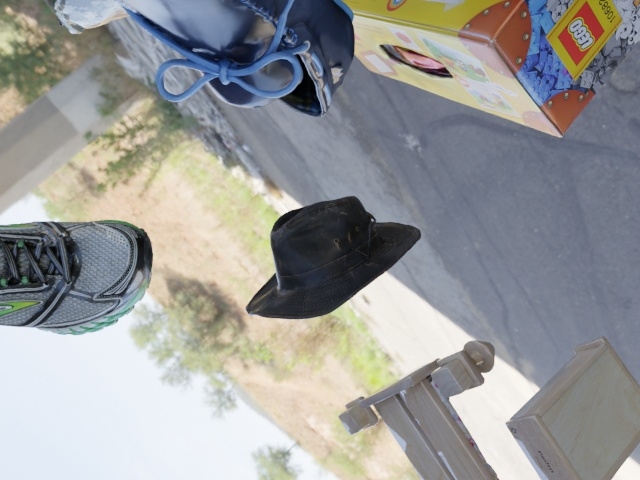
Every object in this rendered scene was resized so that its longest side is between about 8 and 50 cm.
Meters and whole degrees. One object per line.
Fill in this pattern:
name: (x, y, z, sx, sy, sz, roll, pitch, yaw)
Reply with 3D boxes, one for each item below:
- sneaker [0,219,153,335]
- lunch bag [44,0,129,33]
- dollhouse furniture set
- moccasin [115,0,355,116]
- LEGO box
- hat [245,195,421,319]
sneaker: (-0.355, 0.041, 0.696, 0.146, 0.344, 0.134, 69, -167, -75)
lunch bag: (-0.269, -0.434, 0.860, 0.256, 0.305, 0.212, 72, 180, -62)
dollhouse furniture set: (0.237, 0.275, 0.818, 0.303, 0.174, 0.355, 57, 144, 8)
moccasin: (-0.046, -0.164, 0.515, 0.138, 0.116, 0.342, 10, -172, 27)
LEGO box: (0.252, -0.409, 0.921, 0.193, 0.372, 0.500, 36, -176, -35)
hat: (0.000, 0.000, 1.068, 0.133, 0.331, 0.331, 66, 165, -17)
